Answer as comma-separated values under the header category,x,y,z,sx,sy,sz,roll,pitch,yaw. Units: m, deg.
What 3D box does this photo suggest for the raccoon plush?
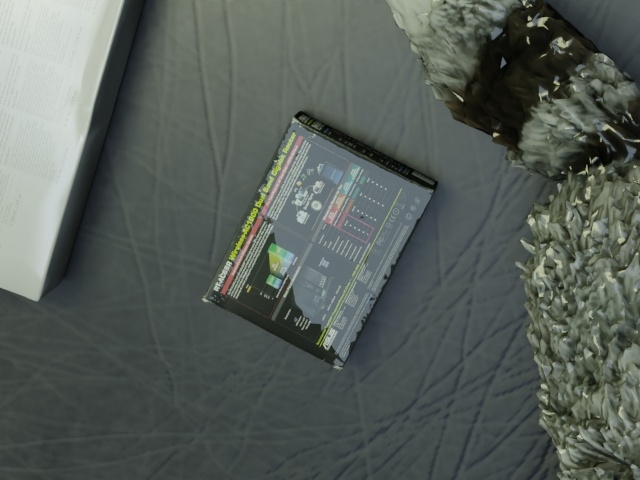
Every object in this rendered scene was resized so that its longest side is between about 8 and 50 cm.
category,x,y,z,sx,sy,sz,roll,pitch,yaw
raccoon plush,0.129,0.085,0.975,0.299,0.216,0.446,-48,62,8

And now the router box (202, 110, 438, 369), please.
category,x,y,z,sx,sy,sz,roll,pitch,yaw
router box,0.000,0.000,1.049,0.092,0.038,0.122,28,103,2

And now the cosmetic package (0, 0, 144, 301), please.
category,x,y,z,sx,sy,sz,roll,pitch,yaw
cosmetic package,-0.167,-0.095,1.044,0.099,0.060,0.239,19,103,2
